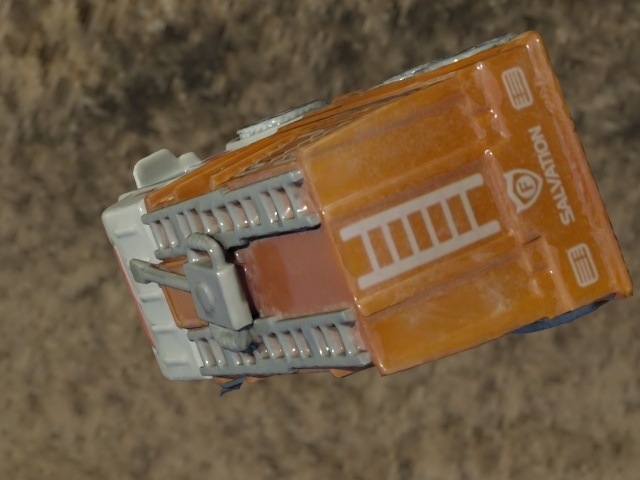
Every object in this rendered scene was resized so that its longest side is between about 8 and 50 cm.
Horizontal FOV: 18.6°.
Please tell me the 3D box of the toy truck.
[{"bbox_3d":[0.000,0.000,1.202,0.387,0.207,0.173,-12,100,64],"label":"toy truck"}]
